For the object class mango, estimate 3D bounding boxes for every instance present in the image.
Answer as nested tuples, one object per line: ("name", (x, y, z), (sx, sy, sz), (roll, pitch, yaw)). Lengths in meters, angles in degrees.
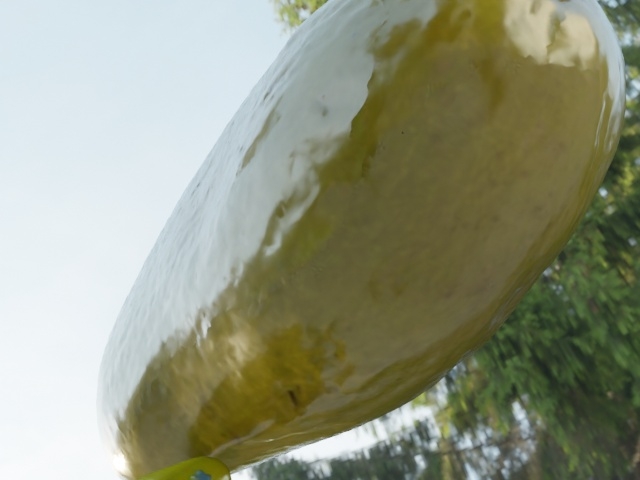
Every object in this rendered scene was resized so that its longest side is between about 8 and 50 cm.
("mango", (0.003, -0.007, 0.468), (0.142, 0.195, 0.332), (33, -44, -20))

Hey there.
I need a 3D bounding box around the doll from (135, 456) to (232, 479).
("doll", (-0.061, 0.159, 0.412), (0.071, 0.135, 0.113), (-26, -63, 15))
